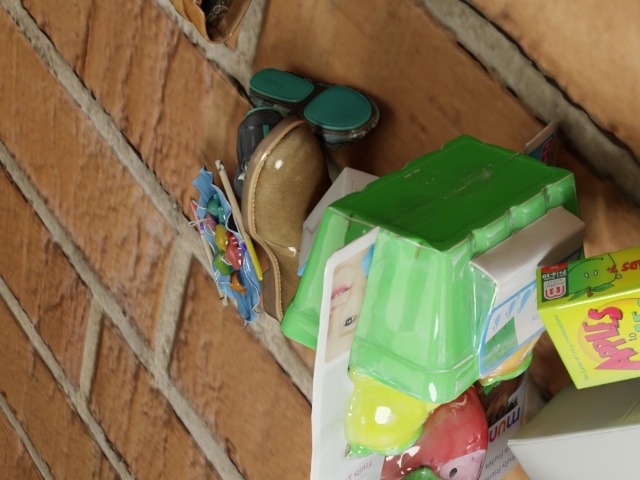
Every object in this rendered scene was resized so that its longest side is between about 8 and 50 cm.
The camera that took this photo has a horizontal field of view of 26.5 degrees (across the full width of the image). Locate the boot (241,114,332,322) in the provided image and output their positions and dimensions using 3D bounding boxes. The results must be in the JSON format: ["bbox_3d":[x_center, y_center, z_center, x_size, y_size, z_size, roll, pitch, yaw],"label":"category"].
[{"bbox_3d":[0.000,0.000,1.339,0.115,0.112,0.305,34,154,28],"label":"boot"}]

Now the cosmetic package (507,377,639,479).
[{"bbox_3d":[0.269,0.166,1.029,0.127,0.107,0.238,58,150,-8],"label":"cosmetic package"}]

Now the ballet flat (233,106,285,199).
[{"bbox_3d":[-0.054,-0.059,1.394,0.074,0.074,0.203,57,167,22],"label":"ballet flat"}]

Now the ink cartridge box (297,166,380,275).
[{"bbox_3d":[0.083,0.008,1.234,0.104,0.181,0.062,130,152,-53],"label":"ink cartridge box"}]

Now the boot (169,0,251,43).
[{"bbox_3d":[-0.141,-0.359,1.398,0.220,0.109,0.283,55,145,27],"label":"boot"}]

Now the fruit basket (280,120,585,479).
[{"bbox_3d":[0.102,0.112,1.079,0.165,0.327,0.353,16,119,35],"label":"fruit basket"}]

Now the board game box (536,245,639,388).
[{"bbox_3d":[0.252,0.044,0.948,0.181,0.043,0.092,-15,132,21],"label":"board game box"}]

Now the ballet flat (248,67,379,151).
[{"bbox_3d":[0.001,-0.124,1.359,0.188,0.070,0.070,32,130,47],"label":"ballet flat"}]

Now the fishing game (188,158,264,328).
[{"bbox_3d":[-0.115,0.010,1.538,0.264,0.041,0.189,159,92,-75],"label":"fishing game"}]
